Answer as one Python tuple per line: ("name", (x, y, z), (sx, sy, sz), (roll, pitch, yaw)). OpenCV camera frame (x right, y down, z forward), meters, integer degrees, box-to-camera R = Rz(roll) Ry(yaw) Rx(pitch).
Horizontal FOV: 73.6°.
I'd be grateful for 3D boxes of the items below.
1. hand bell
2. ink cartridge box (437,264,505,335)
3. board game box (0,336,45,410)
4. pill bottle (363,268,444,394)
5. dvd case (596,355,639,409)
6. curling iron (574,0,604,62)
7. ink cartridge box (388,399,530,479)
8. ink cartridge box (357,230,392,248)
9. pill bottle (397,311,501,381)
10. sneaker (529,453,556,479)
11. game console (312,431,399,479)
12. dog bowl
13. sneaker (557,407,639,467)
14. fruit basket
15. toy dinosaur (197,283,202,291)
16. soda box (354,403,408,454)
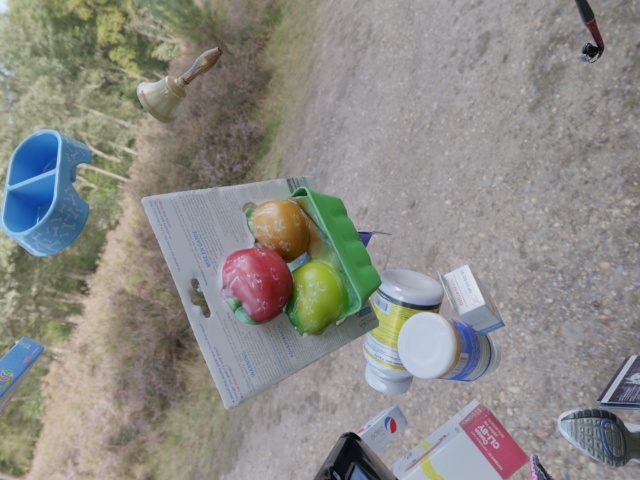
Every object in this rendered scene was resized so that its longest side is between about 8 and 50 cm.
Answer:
("hand bell", (-0.342, -0.417, 1.096), (0.242, 0.126, 0.126), (-27, 46, 27))
("ink cartridge box", (0.333, 0.127, 0.941), (0.062, 0.181, 0.104), (-31, 47, 22))
("board game box", (-0.486, 0.257, 0.593), (0.211, 0.039, 0.160), (-50, 16, 19))
("pill bottle", (0.229, 0.267, 1.245), (0.188, 0.188, 0.333), (-135, 51, -60))
("dvd case", (0.656, 0.260, 0.793), (0.018, 0.165, 0.221), (60, 149, 1))
("curling iron", (0.718, -0.581, 1.154), (0.068, 0.274, 0.035), (-52, 44, 4))
("ink cartridge box", (0.371, 0.657, 1.242), (0.385, 0.279, 0.160), (-39, 72, -1))
("ink cartridge box", (0.000, 0.000, 1.218), (0.371, 0.176, 0.069), (-1, 88, 26))
("pill bottle", (0.329, 0.268, 1.053), (0.152, 0.272, 0.152), (-20, 62, 42))
("sneaker", (0.538, 0.573, 1.027), (0.057, 0.047, 0.119), (-9, 34, 15))
("game console", (0.115, 0.385, 0.453), (0.060, 0.386, 0.342), (-42, 74, 2))
("dog bowl", (-0.590, -0.113, 0.917), (0.166, 0.074, 0.297), (-18, 63, 9))
("sneaker", (0.638, 0.445, 0.965), (0.129, 0.297, 0.110), (-26, 45, 63))
("fruit basket", (-0.077, 0.053, 0.719), (0.165, 0.353, 0.326), (-37, 76, 49))
("toy dinosaur", (-0.145, 0.146, 0.892), (0.160, 0.314, 0.121), (-56, 6, 48))
("soda box", (0.164, 0.568, 1.258), (0.074, 0.216, 0.069), (-42, 72, 41))
